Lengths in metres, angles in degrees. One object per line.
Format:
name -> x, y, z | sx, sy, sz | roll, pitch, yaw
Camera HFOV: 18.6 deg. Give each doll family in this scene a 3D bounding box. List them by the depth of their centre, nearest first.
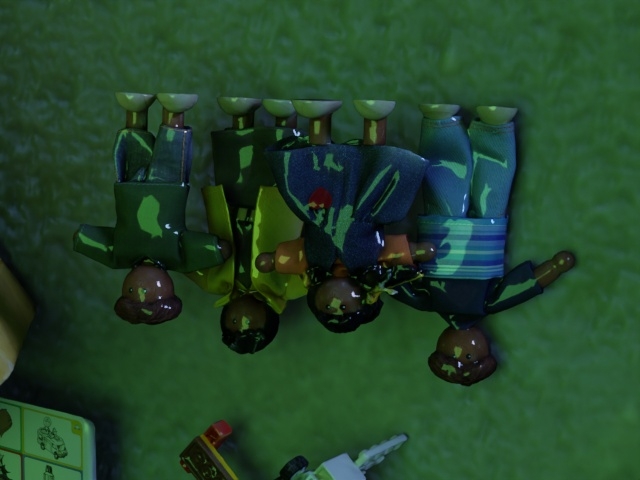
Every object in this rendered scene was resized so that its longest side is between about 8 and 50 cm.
doll family -> 0.000, 0.000, 0.773 | 0.193, 0.076, 0.111 | 3, 93, 24

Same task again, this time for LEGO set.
LEGO set -> -0.050, 0.164, 0.845 | 0.244, 0.060, 0.182 | 8, 105, 34

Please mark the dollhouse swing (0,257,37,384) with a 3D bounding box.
dollhouse swing -> -0.330, -0.004, 0.758 | 0.315, 0.305, 0.347 | -30, 105, 27
